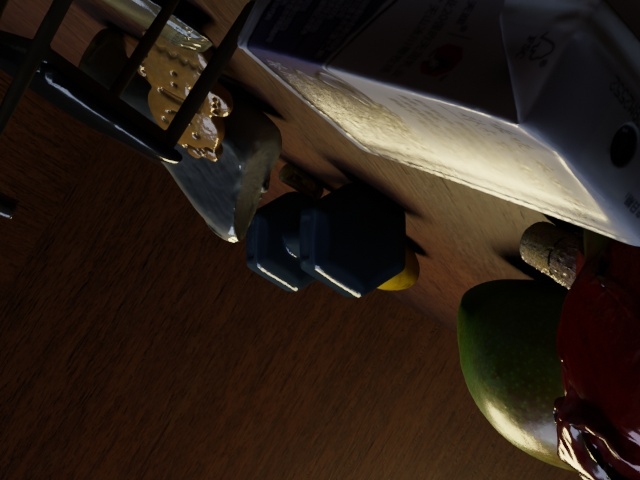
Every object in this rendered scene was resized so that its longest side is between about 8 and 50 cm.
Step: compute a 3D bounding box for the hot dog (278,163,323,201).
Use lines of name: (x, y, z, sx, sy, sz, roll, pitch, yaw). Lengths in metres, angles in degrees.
hot dog: (-0.025, -0.088, 1.758, 0.090, 0.030, 0.034, 34, 173, -38)

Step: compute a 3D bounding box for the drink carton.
drink carton: (0.080, -0.091, 0.596, 0.222, 0.102, 0.134, 26, 172, 47)

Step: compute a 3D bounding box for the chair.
chair: (-0.209, -0.132, 0.945, 0.166, 0.272, 0.188, 35, 175, -35)

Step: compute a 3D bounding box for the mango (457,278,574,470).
mango: (0.271, 0.143, 1.329, 0.225, 0.201, 0.382, 9, -165, -21)

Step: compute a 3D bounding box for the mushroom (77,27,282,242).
mushroom: (-0.194, -0.148, 1.440, 0.328, 0.159, 0.122, 34, 173, 19)

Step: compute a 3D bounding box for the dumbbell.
dumbbell: (0.000, 0.000, 1.646, 0.160, 0.144, 0.325, 34, 169, -19)

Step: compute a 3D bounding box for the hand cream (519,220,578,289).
hand cream: (0.244, 0.029, 1.010, 0.084, 0.084, 0.203, 33, 180, -25)

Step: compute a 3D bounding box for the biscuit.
biscuit: (-0.160, -0.170, 1.292, 0.133, 0.027, 0.184, 35, 148, 7)

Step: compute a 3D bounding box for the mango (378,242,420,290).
mango: (0.094, 0.027, 1.844, 0.137, 0.098, 0.195, 25, -179, 31)

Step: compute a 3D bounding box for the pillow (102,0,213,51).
pillow: (-0.204, -0.251, 1.121, 0.217, 0.033, 0.130, 32, 176, -14)

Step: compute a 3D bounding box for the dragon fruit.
dragon fruit: (0.224, 0.064, 0.665, 0.293, 0.234, 0.234, 50, -173, 34)
